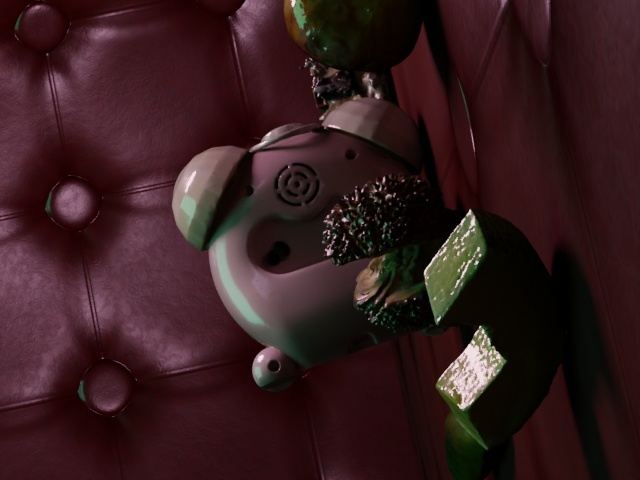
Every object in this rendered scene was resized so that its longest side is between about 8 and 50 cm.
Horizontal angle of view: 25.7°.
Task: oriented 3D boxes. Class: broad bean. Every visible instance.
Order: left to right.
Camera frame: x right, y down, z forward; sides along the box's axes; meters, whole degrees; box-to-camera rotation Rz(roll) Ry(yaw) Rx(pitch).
[{"bbox_3d":[0.184,0.245,1.724,0.339,0.061,0.077,79,172,-68],"label":"broad bean"}]

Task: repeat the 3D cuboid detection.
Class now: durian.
[{"bbox_3d":[0.090,0.009,1.635,0.196,0.167,0.196,-7,-90,-82],"label":"durian"}]

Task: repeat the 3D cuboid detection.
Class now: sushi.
[{"bbox_3d":[0.050,-0.221,2.163,0.139,0.131,0.291,91,159,-79],"label":"sushi"}]

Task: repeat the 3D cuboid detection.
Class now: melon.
[{"bbox_3d":[0.136,0.069,1.096,0.064,0.118,0.209,57,175,48],"label":"melon"}]

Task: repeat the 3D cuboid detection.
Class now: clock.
[{"bbox_3d":[0.000,0.000,1.831,0.184,0.342,0.326,110,142,-77],"label":"clock"}]

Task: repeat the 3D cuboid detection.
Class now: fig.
[{"bbox_3d":[0.049,-0.315,1.525,0.159,0.159,0.257,-104,22,-69],"label":"fig"}]

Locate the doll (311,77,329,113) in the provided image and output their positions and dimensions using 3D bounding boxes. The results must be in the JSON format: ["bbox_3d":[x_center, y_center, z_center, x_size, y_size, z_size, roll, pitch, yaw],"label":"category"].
[{"bbox_3d":[0.049,-0.252,2.355,0.186,0.106,0.134,-71,-40,-58],"label":"doll"}]
